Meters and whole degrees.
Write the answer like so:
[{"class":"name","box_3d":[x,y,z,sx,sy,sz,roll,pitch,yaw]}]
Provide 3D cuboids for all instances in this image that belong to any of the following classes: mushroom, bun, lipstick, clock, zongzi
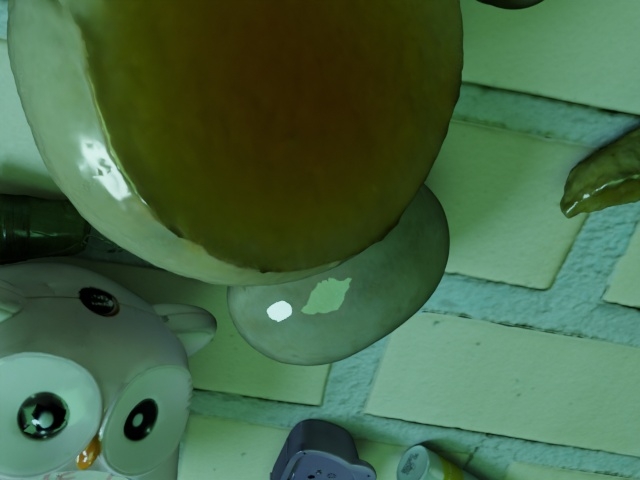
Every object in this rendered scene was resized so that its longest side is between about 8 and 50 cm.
[{"class":"mushroom","box_3d":[0.000,0.000,0.703,0.204,0.204,0.204,1,129,1]},{"class":"bun","box_3d":[-0.059,-0.122,0.537,0.164,0.299,0.299,12,149,53]},{"class":"lipstick","box_3d":[0.207,0.337,1.032,0.264,0.059,0.059,35,122,-25]},{"class":"clock","box_3d":[-0.294,0.186,0.785,0.368,0.250,0.377,14,116,-42]},{"class":"zongzi","box_3d":[-0.270,0.003,0.797,0.154,0.062,0.130,4,152,-22]},{"class":"clock","box_3d":[0.000,0.286,1.002,0.110,0.050,0.153,15,128,-10]}]

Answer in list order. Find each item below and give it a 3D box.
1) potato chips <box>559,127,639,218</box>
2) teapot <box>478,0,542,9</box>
[{"class":"potato chips","box_3d":[0.409,-0.076,0.689,0.406,0.057,0.080,-4,142,5]},{"class":"teapot","box_3d":[0.159,-0.206,0.590,0.110,0.080,0.085,4,109,-19]}]
